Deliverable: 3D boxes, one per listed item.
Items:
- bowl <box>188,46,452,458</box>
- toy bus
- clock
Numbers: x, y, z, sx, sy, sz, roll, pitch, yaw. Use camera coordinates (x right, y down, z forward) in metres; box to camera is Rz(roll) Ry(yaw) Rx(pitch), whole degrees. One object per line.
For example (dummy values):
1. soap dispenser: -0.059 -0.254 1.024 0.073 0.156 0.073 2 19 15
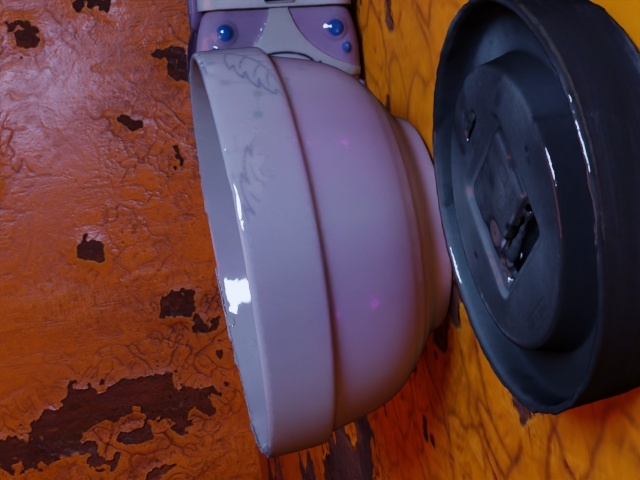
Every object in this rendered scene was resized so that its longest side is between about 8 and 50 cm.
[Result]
1. bowl: 0.000 0.000 0.687 0.287 0.144 0.286 170 90 -79
2. toy bus: -0.046 -0.163 0.844 0.202 0.142 0.142 -137 44 -76
3. clock: 0.097 -0.017 0.422 0.184 0.040 0.184 170 90 -80
